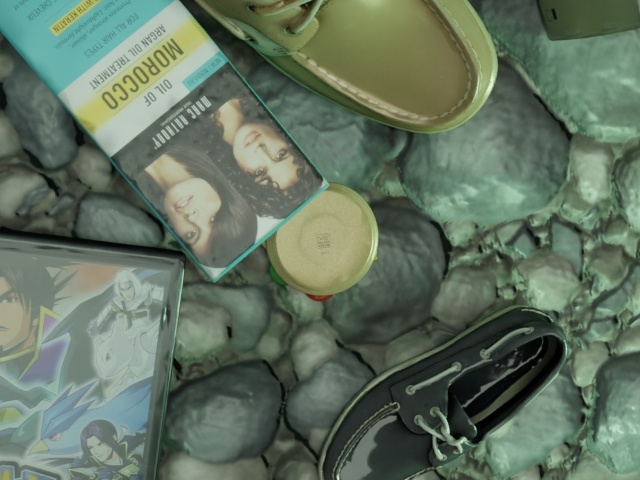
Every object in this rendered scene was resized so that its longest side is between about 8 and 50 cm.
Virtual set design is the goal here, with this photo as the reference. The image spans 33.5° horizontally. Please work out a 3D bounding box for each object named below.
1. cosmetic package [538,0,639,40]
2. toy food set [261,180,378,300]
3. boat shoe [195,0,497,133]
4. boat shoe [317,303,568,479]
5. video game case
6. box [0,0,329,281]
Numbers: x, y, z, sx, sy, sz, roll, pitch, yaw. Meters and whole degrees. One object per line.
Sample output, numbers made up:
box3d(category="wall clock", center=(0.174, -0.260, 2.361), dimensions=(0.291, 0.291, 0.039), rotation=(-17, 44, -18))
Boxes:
box3d(category="cosmetic package", center=(0.299, -0.237, 0.713), dimensions=(0.296, 0.153, 0.129), rotation=(-17, 99, -10))
box3d(category="toy food set", center=(0.000, 0.000, 0.746), dimensions=(0.083, 0.020, 0.083), rotation=(-24, 99, -8))
box3d(category="boat shoe", center=(-0.031, -0.174, 0.662), dimensions=(0.341, 0.110, 0.122), rotation=(35, 108, -12))
box3d(category="boat shoe", center=(0.087, 0.118, 0.750), dimensions=(0.206, 0.065, 0.075), rotation=(-36, 101, -5))
box3d(category="video game case", center=(-0.241, 0.114, 0.705), dimensions=(0.274, 0.035, 0.248), rotation=(7, 94, -11))
box3d(category="box", center=(-0.111, -0.097, 0.686), dimensions=(0.100, 0.060, 0.244), rotation=(-40, 95, -4))
